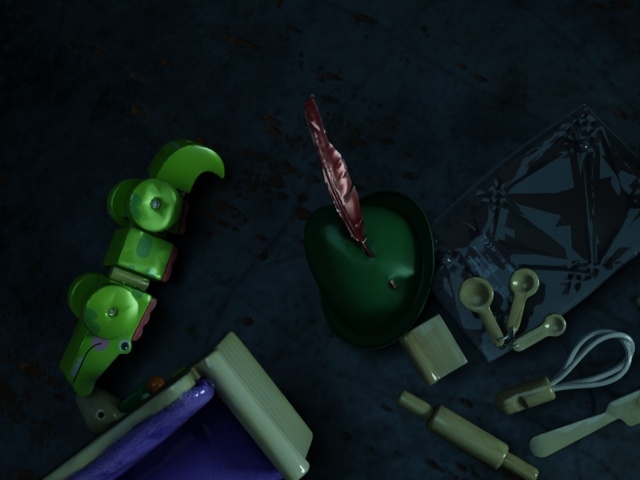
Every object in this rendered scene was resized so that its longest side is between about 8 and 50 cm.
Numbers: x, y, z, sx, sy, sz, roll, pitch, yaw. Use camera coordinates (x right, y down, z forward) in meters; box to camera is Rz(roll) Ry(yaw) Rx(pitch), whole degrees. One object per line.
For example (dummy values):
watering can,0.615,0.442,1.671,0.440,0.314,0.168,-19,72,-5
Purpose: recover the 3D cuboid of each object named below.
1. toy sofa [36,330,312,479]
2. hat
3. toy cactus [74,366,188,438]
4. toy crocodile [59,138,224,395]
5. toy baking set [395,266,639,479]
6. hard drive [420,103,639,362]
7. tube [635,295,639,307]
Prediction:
toy sofa,-0.192,0.262,0.880,0.362,0.177,0.150,-37,92,10
hat,0.000,0.000,0.939,0.173,0.183,0.209,-23,61,38
toy cactus,-0.226,0.225,1.046,0.180,0.112,0.219,31,89,44
toy crocodile,-0.226,0.027,1.092,0.115,0.105,0.341,4,71,62
toy baking set,0.205,0.143,0.895,0.256,0.030,0.197,35,102,4
hard drive,0.234,-0.005,0.950,0.254,0.054,0.172,-40,66,7
tube,0.414,0.121,0.850,0.240,0.062,0.070,44,136,20
